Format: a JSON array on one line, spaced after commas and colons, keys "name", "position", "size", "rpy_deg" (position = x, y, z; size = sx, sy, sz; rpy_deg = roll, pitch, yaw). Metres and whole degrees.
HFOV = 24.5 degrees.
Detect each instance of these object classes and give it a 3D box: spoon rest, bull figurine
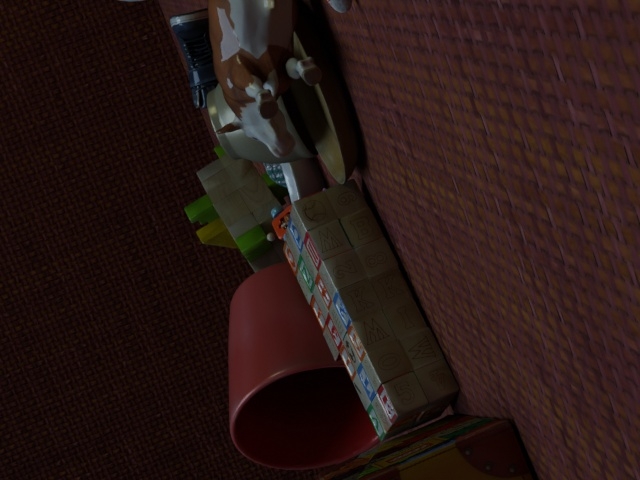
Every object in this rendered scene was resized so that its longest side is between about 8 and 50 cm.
[{"name": "spoon rest", "position": [-0.012, -0.015, 2.177], "size": [0.137, 0.084, 0.276], "rpy_deg": [112, 135, -80]}, {"name": "bull figurine", "position": [-0.066, -0.230, 1.637], "size": [0.188, 0.101, 0.311], "rpy_deg": [-148, 48, -62]}]

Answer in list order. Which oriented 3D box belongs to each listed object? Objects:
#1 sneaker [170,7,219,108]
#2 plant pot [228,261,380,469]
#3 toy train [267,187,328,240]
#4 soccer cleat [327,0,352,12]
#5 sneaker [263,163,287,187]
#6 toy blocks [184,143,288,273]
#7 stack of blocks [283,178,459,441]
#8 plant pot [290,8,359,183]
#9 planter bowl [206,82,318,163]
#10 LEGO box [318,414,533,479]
[{"name": "sneaker", "position": [-0.209, -0.327, 2.657], "size": [0.226, 0.086, 0.164], "rpy_deg": [28, -130, -85]}, {"name": "plant pot", "position": [-0.027, 0.182, 2.295], "size": [0.275, 0.274, 0.243], "rpy_deg": [76, 180, -50]}, {"name": "toy train", "position": [0.000, 0.000, 2.075], "size": [0.046, 0.125, 0.166], "rpy_deg": [16, -144, -50]}, {"name": "soccer cleat", "position": [0.012, -0.261, 1.426], "size": [0.035, 0.029, 0.083], "rpy_deg": [-122, 16, -77]}, {"name": "sneaker", "position": [-0.060, -0.145, 2.277], "size": [0.065, 0.076, 0.166], "rpy_deg": [2, 144, 42]}, {"name": "toy blocks", "position": [-0.085, 0.009, 2.571], "size": [0.261, 0.190, 0.381], "rpy_deg": [59, 178, -31]}, {"name": "stack of blocks", "position": [0.057, 0.094, 1.848], "size": [0.171, 0.087, 0.297], "rpy_deg": [104, 142, -68]}, {"name": "plant pot", "position": [-0.004, -0.183, 1.785], "size": [0.236, 0.032, 0.236], "rpy_deg": [159, 90, -83]}, {"name": "planter bowl", "position": [-0.082, -0.168, 1.928], "size": [0.162, 0.109, 0.162], "rpy_deg": [-20, -90, -79]}, {"name": "LEGO box", "position": [0.187, 0.463, 1.658], "size": [0.372, 0.193, 0.500], "rpy_deg": [133, 115, -83]}]
